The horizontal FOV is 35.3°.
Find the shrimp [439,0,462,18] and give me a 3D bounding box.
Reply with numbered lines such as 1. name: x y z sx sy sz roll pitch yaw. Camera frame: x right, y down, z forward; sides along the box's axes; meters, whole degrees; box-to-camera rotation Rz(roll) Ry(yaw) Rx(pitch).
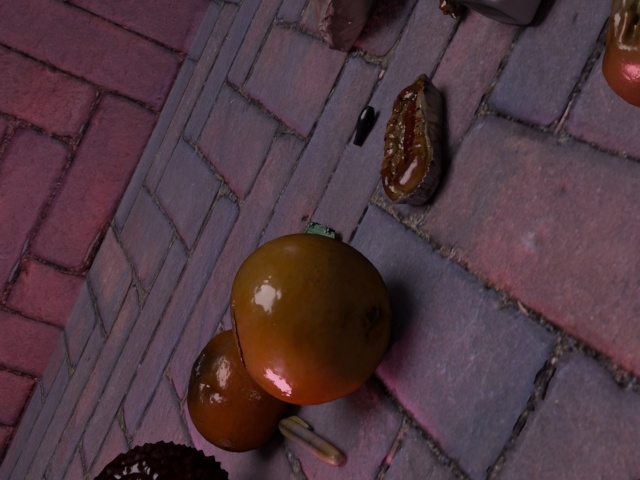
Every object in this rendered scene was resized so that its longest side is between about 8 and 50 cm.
1. shrimp: 0.250 -0.462 1.730 0.132 0.051 0.188 -31 39 55

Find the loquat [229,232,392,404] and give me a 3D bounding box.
1. loquat: -0.020 0.118 1.536 0.263 0.263 0.263 -48 29 39

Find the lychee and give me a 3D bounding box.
1. lychee: -0.269 0.501 1.716 0.330 0.305 0.306 96 -179 -58

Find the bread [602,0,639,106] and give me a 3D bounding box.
1. bread: 0.388 -0.236 1.086 0.262 0.162 0.204 155 124 -78

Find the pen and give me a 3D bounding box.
1. pen: -0.015 0.322 1.634 0.040 0.032 0.233 -48 20 -14

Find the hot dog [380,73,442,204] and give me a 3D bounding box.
1. hot dog: 0.152 -0.164 1.653 0.131 0.069 0.253 -42 32 47

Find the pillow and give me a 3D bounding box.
1. pillow: 0.062 -0.572 2.050 0.310 0.138 0.284 73 -148 -74

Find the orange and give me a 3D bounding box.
1. orange: -0.146 0.265 1.793 0.224 0.170 0.224 -51 26 37

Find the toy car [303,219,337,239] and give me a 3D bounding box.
1. toy car: 0.000 0.000 1.887 0.122 0.035 0.059 21 88 59

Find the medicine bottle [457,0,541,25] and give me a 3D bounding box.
1. medicine bottle: 0.321 -0.480 1.520 0.296 0.111 0.161 -67 24 7

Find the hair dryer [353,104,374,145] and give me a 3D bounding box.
1. hair dryer: 0.082 -0.228 1.938 0.083 0.031 0.079 -88 18 -68
